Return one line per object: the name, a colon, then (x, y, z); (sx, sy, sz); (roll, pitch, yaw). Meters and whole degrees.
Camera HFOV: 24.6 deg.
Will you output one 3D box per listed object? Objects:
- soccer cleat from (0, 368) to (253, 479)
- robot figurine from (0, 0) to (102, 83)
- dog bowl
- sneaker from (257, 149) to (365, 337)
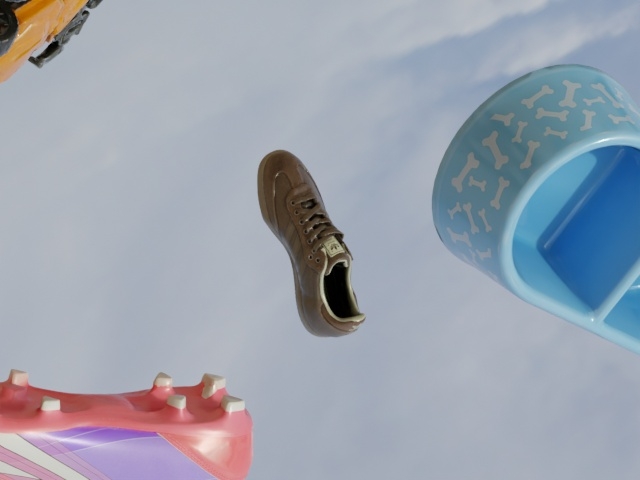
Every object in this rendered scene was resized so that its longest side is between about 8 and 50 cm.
soccer cleat: (-0.158, 0.127, 0.869); (0.248, 0.095, 0.083); (3, -166, -22)
robot figurine: (-0.155, -0.182, 0.823); (0.211, 0.085, 0.291); (-53, 180, 37)
dog bowl: (0.213, -0.007, 1.034); (0.166, 0.297, 0.074); (-54, -142, 15)
sneaker: (0.000, 0.000, 1.397); (0.066, 0.188, 0.071); (-24, -171, -36)
